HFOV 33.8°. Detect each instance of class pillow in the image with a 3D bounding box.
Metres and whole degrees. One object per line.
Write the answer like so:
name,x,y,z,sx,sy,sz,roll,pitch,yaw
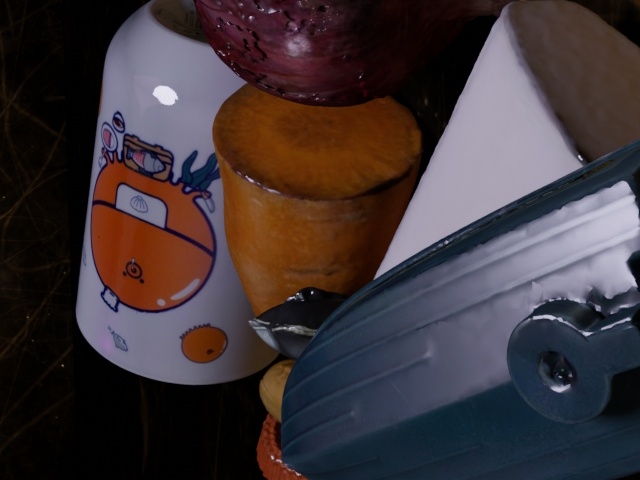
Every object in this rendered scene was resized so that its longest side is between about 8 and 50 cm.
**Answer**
pillow,0.021,0.070,0.767,0.091,0.135,0.055,132,144,-53

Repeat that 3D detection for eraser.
eraser,0.111,0.026,0.593,0.174,0.094,0.270,64,147,34

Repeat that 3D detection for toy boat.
toy boat,0.074,0.053,0.463,0.296,0.122,0.114,-32,85,51

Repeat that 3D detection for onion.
onion,0.034,-0.192,0.662,0.252,0.219,0.252,21,-90,-81

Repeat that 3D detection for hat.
hat,-0.003,0.218,0.935,0.112,0.093,0.162,-105,5,-52

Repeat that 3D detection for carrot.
carrot,0.000,0.000,0.838,0.159,0.159,0.225,-119,22,-49

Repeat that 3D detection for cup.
cup,-0.108,-0.056,0.982,0.212,0.212,0.318,-123,39,-52

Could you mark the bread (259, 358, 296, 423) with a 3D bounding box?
bread,0.024,0.132,0.803,0.189,0.114,0.077,15,70,58
